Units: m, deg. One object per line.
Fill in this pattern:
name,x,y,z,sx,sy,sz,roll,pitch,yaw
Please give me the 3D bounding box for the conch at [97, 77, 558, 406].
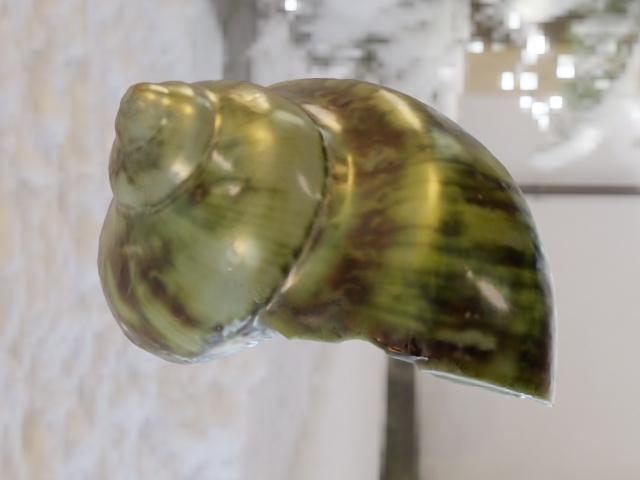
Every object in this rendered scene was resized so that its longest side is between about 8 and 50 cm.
conch,0.000,-0.003,0.792,0.187,0.181,0.124,20,-76,51
